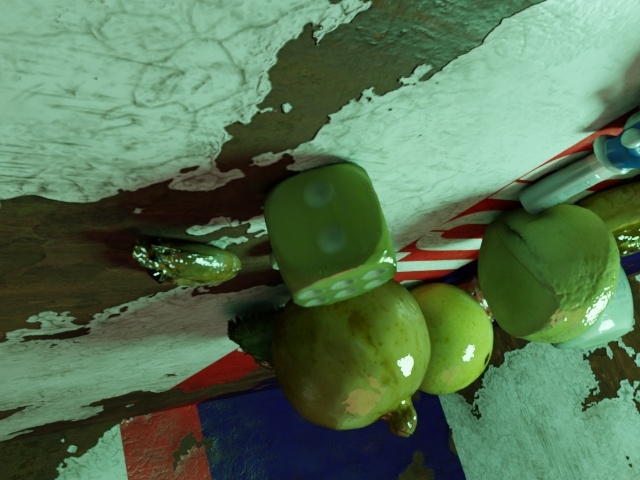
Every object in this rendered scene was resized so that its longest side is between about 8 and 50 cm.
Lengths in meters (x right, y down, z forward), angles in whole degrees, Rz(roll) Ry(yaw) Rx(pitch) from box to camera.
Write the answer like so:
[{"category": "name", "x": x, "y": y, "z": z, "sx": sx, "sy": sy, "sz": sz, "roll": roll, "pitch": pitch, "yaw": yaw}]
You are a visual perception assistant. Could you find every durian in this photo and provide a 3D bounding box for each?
[{"category": "durian", "x": -0.137, "y": 0.276, "z": 1.531, "sx": 0.163, "sy": 0.198, "sz": 0.394, "roll": -20, "pitch": 159, "yaw": 14}]

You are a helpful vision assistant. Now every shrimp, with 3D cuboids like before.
[{"category": "shrimp", "x": -0.247, "y": 0.041, "z": 1.001, "sx": 0.152, "sy": 0.063, "sz": 0.287, "roll": -12, "pitch": 166, "yaw": 23}]

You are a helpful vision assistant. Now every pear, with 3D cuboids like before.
[{"category": "pear", "x": 0.353, "y": 0.292, "z": 1.785, "sx": 0.348, "sy": 0.349, "sz": 0.348, "roll": -15, "pitch": 161, "yaw": -5}]

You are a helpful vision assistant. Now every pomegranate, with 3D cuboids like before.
[{"category": "pomegranate", "x": 0.087, "y": 0.267, "z": 1.356, "sx": 0.409, "sy": 0.411, "sz": 0.410, "roll": -15, "pitch": 161, "yaw": -5}]

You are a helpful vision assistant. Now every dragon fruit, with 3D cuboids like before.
[{"category": "dragon fruit", "x": 0.487, "y": 0.235, "z": 1.945, "sx": 0.134, "sy": 0.212, "sz": 0.262, "roll": -15, "pitch": 157, "yaw": -28}]

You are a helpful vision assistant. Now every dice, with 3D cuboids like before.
[{"category": "dice", "x": 0.016, "y": -0.005, "z": 0.904, "sx": 0.169, "sy": 0.170, "sz": 0.166, "roll": -18, "pitch": 162, "yaw": 3}]

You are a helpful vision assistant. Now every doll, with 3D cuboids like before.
[{"category": "doll", "x": 0.570, "y": -0.184, "z": 0.937, "sx": 0.215, "sy": 0.161, "sz": 0.257, "roll": -24, "pitch": -179, "yaw": -20}]

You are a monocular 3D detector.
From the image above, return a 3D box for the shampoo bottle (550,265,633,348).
[{"category": "shampoo bottle", "x": 0.823, "y": 0.186, "z": 1.896, "sx": 0.322, "sy": 0.318, "sz": 0.322, "roll": -14, "pitch": 163, "yaw": -4}]

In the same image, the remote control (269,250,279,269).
[{"category": "remote control", "x": 0.000, "y": 0.000, "z": 1.107, "sx": 0.221, "sy": 0.042, "sz": 0.078, "roll": -26, "pitch": 158, "yaw": 22}]

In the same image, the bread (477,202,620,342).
[{"category": "bread", "x": 0.498, "y": 0.065, "z": 1.302, "sx": 0.237, "sy": 0.321, "sz": 0.320, "roll": 1, "pitch": 159, "yaw": -7}]

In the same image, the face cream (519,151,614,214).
[{"category": "face cream", "x": 0.494, "y": -0.120, "z": 1.163, "sx": 0.198, "sy": 0.057, "sz": 0.084, "roll": -33, "pitch": 156, "yaw": 35}]

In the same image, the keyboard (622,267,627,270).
[{"category": "keyboard", "x": 1.211, "y": 0.179, "z": 2.625, "sx": 0.380, "sy": 0.041, "sz": 0.103, "roll": -8, "pitch": 159, "yaw": -25}]

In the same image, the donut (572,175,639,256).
[{"category": "donut", "x": 0.773, "y": -0.062, "z": 1.437, "sx": 0.329, "sy": 0.160, "sz": 0.330, "roll": -4, "pitch": 156, "yaw": -2}]
